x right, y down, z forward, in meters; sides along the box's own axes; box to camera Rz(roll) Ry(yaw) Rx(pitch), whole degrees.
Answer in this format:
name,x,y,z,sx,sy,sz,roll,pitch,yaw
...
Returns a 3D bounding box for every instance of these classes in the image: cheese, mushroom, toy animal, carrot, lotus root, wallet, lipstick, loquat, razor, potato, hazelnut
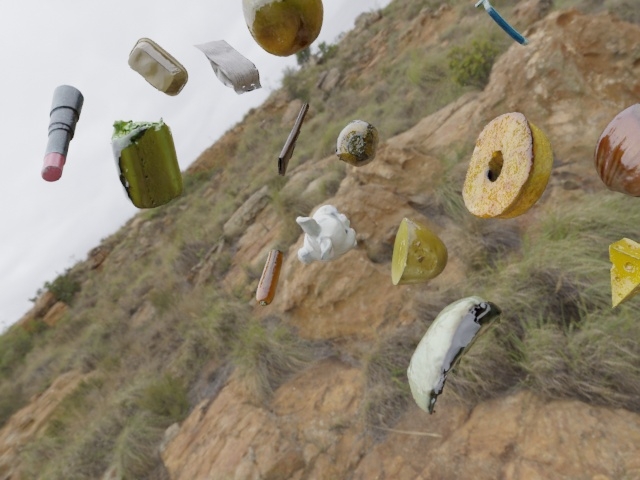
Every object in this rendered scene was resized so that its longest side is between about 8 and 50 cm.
name,x,y,z,sx,sy,sz,roll,pitch,yaw
cheese,0.848,0.103,1.264,0.093,0.171,0.126,-17,33,-30
mushroom,0.339,0.279,1.210,0.344,0.130,0.247,-48,-26,-14
toy animal,0.008,-0.006,1.758,0.241,0.196,0.367,-40,-7,-3
carrot,-0.181,0.138,1.657,0.067,0.067,0.225,-35,34,46
lotus root,0.165,-0.415,1.984,0.196,0.179,0.397,-60,-1,14
wallet,-0.098,-0.356,1.643,0.137,0.031,0.255,110,180,-67
lipstick,-0.468,-0.192,0.824,0.053,0.053,0.234,-39,44,28
loquat,-0.128,-0.782,1.571,0.276,0.284,0.276,-24,48,29
razor,0.535,-0.633,1.342,0.037,0.191,0.068,-55,13,-21
potato,0.308,0.043,1.397,0.178,0.157,0.204,108,167,-63
hazelnut,0.762,-0.207,1.077,0.186,0.210,0.210,-25,6,-8

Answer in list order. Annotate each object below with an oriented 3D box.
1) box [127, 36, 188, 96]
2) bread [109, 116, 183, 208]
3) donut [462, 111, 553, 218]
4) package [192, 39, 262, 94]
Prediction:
name,x,y,z,sx,sy,sz,roll,pitch,yaw
box,-0.483,-0.507,1.361,0.111,0.177,0.111,-47,14,16
bread,-0.722,-0.319,1.917,0.251,0.377,0.208,-21,41,-23
donut,0.528,-0.199,1.299,0.303,0.110,0.303,-168,90,-72
package,-0.347,-0.687,1.805,0.062,0.251,0.204,-37,6,34
